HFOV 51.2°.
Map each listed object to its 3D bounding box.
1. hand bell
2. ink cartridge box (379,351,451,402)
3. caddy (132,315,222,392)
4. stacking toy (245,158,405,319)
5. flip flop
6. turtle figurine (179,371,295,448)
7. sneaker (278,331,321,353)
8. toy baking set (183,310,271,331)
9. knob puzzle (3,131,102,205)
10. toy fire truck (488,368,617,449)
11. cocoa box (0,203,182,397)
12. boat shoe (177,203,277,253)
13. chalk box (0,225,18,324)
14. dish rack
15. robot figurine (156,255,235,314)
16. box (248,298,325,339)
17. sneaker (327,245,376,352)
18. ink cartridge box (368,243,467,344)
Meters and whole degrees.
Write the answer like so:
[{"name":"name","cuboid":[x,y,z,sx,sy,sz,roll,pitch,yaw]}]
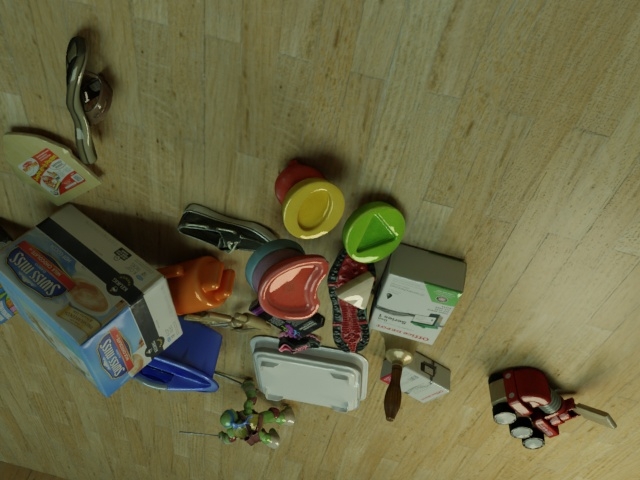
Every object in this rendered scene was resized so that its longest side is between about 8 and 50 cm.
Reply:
[{"name":"hand bell","cuboid":[0.178,0.310,1.569,0.126,0.242,0.126,10,142,8]},{"name":"ink cartridge box","cuboid":[0.248,0.351,1.737,0.150,0.063,0.109,30,139,-18]},{"name":"caddy","cuboid":[-0.422,0.308,1.789,0.341,0.179,0.241,19,154,-3]},{"name":"stacking toy","cuboid":[0.000,0.000,1.337,0.279,0.130,0.309,6,119,-31]},{"name":"flip flop","cuboid":[-0.419,-0.251,1.223,0.080,0.112,0.277,-5,141,-15]},{"name":"turtle figurine","cuboid":[-0.230,0.526,2.040,0.274,0.198,0.266,-9,152,42]},{"name":"sneaker","cuboid":[-0.057,0.276,1.757,0.119,0.057,0.047,3,138,14]},{"name":"toy baking set","cuboid":[-0.228,0.201,1.687,0.196,0.030,0.256,0,164,29]},{"name":"knob puzzle","cuboid":[-0.586,-0.167,1.426,0.213,0.030,0.213,10,142,8]},{"name":"toy fire truck","cuboid":[0.569,0.407,1.644,0.246,0.159,0.217,-31,123,28]},{"name":"cocoa box","cuboid":[-0.523,0.130,1.500,0.347,0.228,0.232,33,147,25]},{"name":"boat shoe","cuboid":[-0.202,-0.006,1.456,0.219,0.070,0.078,18,141,-3]},{"name":"chalk box","cuboid":[-0.855,0.119,1.616,0.180,0.289,0.179,42,148,16]},{"name":"dish rack","cuboid":[-0.037,0.390,1.877,0.332,0.072,0.286,8,140,8]},{"name":"robot figurine","cuboid":[-0.305,0.110,1.586,0.219,0.158,0.128,-13,92,31]},{"name":"box","cuboid":[-0.084,0.186,1.680,0.162,0.029,0.116,35,138,-20]},{"name":"sneaker","cuboid":[0.059,0.112,1.482,0.104,0.125,0.262,2,115,-5]},{"name":"ink cartridge box","cuboid":[0.205,0.121,1.452,0.160,0.093,0.219,15,141,2]}]
